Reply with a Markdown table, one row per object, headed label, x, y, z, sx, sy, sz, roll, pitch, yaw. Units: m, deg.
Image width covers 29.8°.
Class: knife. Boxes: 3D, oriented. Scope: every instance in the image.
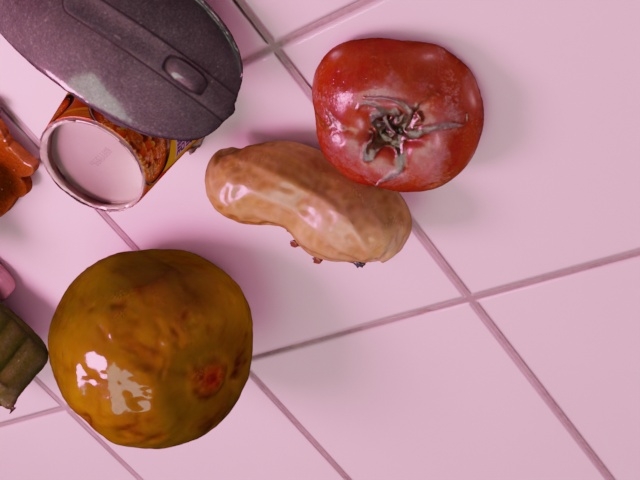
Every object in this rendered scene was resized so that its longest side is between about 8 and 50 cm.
| label | x | y | z | sx | sy | sz | roll | pitch | yaw |
| --- | --- | --- | --- | --- | --- | --- | --- | --- | --- |
| knife | -0.670 | -0.024 | 2.147 | 0.081 | 0.043 | 0.336 | -19 | 115 | 49 |

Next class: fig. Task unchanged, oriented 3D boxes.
| label | x | y | z | sx | sy | sz | roll | pitch | yaw |
| --- | --- | --- | --- | --- | --- | --- | --- | --- | --- |
| fig | -0.278 | 0.159 | 1.931 | 0.343 | 0.343 | 0.343 | 14 | 137 | 13 |

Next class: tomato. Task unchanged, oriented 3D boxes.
| label | x | y | z | sx | sy | sz | roll | pitch | yaw |
| --- | --- | --- | --- | --- | --- | --- | --- | --- | --- |
| tomato | 0.091 | -0.155 | 1.569 | 0.237 | 0.095 | 0.236 | 9 | 127 | 12 |

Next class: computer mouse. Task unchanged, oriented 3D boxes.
| label | x | y | z | sx | sy | sz | roll | pitch | yaw |
| --- | --- | --- | --- | --- | --- | --- | --- | --- | --- |
| computer mouse | -0.275 | -0.271 | 1.576 | 0.374 | 0.203 | 0.114 | 29 | 171 | 3 |

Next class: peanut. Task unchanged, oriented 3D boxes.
| label | x | y | z | sx | sy | sz | roll | pitch | yaw |
| --- | --- | --- | --- | --- | --- | --- | --- | --- | --- |
| peanut | -0.019 | -0.057 | 1.706 | 0.306 | 0.147 | 0.147 | 24 | 138 | 6 |

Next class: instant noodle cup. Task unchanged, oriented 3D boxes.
| label | x | y | z | sx | sy | sz | roll | pitch | yaw |
| --- | --- | --- | --- | --- | --- | --- | --- | --- | --- |
| instant noodle cup | -0.286 | -0.154 | 1.712 | 0.213 | 0.174 | 0.213 | 14 | 136 | 14 |

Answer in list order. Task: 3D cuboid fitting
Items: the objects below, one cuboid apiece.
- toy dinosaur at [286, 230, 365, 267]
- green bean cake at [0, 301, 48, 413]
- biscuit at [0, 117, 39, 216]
| label | x | y | z | sx | sy | sz | roll | pitch | yaw |
| --- | --- | --- | --- | --- | --- | --- | --- | --- | --- |
| toy dinosaur | 0.000 | 0.000 | 1.813 | 0.154 | 0.055 | 0.049 | 32 | 135 | 6 |
| green bean cake | -0.636 | 0.184 | 2.197 | 0.247 | 0.156 | 0.250 | 41 | 154 | -16 |
| biscuit | -0.538 | -0.128 | 1.962 | 0.183 | 0.043 | 0.280 | 26 | 143 | 9 |
